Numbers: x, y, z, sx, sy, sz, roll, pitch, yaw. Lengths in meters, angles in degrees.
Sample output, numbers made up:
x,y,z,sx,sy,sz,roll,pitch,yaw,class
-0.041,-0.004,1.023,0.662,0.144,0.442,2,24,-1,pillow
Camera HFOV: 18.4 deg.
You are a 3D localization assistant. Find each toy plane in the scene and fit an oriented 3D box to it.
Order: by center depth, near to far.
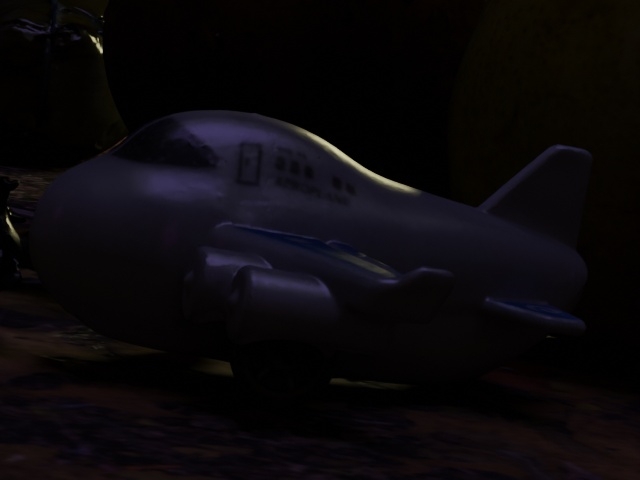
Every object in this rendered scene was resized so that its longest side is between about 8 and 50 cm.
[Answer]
x,y,z,sx,sy,sz,roll,pitch,yaw,class
-0.001,0.006,0.914,0.267,0.122,0.267,7,8,-1,toy plane

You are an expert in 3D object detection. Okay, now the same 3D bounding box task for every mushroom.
x,y,z,sx,sy,sz,roll,pitch,yaw,class
0.017,-0.154,1.648,0.331,0.334,0.356,13,18,41,mushroom

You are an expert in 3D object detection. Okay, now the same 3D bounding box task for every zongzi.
x,y,z,sx,sy,sz,roll,pitch,yaw,class
-0.363,-0.181,2.021,0.393,0.174,0.356,7,10,5,zongzi

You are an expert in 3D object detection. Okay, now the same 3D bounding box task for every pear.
x,y,z,sx,sy,sz,roll,pitch,yaw,class
0.215,-0.068,1.102,0.304,0.303,0.304,7,6,-1,pear

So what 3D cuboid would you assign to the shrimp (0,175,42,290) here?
x,y,z,sx,sy,sz,roll,pitch,yaw,class
-0.185,0.004,1.028,0.178,0.075,0.289,6,-7,-38,shrimp
